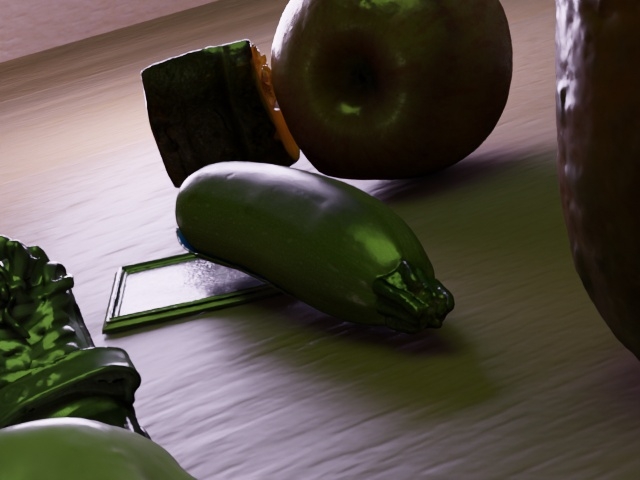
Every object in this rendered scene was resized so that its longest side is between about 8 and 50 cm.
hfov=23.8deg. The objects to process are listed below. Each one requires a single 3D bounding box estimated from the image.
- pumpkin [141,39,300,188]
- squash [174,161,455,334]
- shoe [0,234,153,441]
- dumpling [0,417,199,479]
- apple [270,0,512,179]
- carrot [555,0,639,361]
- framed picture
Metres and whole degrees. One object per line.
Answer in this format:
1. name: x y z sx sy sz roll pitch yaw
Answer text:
1. pumpkin: -0.087 -0.109 1.475 0.131 0.126 0.248 -18 -3 12
2. squash: 0.000 0.000 1.071 0.094 0.094 0.341 -22 24 -28
3. shoe: -0.175 0.072 0.876 0.109 0.149 0.293 -19 16 -22
4. dumpling: -0.107 0.148 0.668 0.252 0.131 0.179 -27 -16 38
5. apple: 0.064 -0.155 1.336 0.211 0.211 0.188 -5 16 24
6. carrot: 0.226 -0.096 0.780 0.224 0.340 0.224 -11 17 3
7. framed picture: -0.077 0.026 1.187 0.183 0.011 0.142 -13 17 1
